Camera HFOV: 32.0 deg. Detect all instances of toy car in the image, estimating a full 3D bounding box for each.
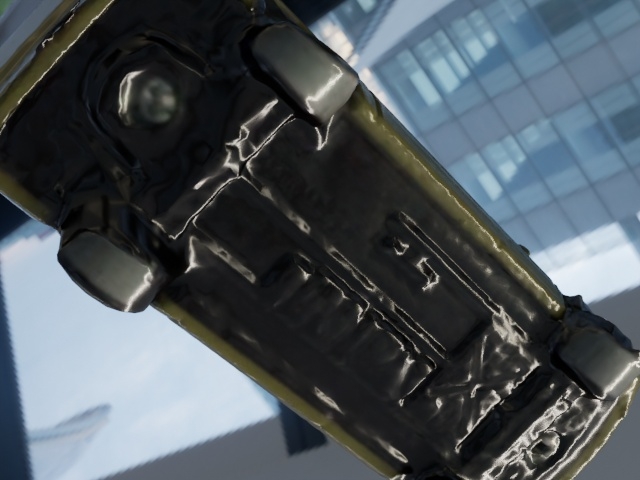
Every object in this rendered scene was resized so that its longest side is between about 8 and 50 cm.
[{"bbox_3d":[0.000,0.000,0.391,0.101,0.257,0.124,-46,-149,4],"label":"toy car"}]
